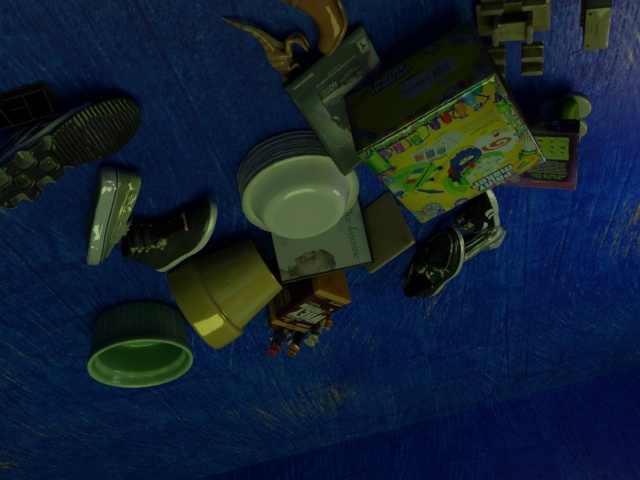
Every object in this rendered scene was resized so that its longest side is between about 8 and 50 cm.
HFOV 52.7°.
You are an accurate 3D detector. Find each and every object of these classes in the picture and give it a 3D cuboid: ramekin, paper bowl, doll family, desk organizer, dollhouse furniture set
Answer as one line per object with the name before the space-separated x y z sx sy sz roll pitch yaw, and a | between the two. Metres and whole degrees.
ramekin | -0.544 0.311 1.951 0.303 0.148 0.303 -9 144 -7
paper bowl | -0.048 -0.114 1.535 0.284 0.148 0.284 -9 143 -7
doll family | -0.047 0.277 2.009 0.118 0.163 0.263 41 124 -12
desk organizer | -0.581 -0.257 1.243 0.130 0.050 0.047 -16 145 3
dollhouse furniture set | 0.432 -0.459 1.266 0.242 0.161 0.212 1 148 19

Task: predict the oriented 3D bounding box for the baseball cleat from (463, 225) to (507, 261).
baseball cleat | 0.473 0.022 1.959 0.206 0.072 0.109 -33 147 31

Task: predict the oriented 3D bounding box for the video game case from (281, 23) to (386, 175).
video game case | 0.064 -0.285 1.355 0.196 0.026 0.274 -39 133 0

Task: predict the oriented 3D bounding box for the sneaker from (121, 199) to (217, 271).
sneaker | -0.382 -0.017 1.589 0.147 0.104 0.296 17 139 -43

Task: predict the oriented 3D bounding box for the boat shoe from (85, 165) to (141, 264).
boat shoe | -0.491 -0.046 1.517 0.094 0.109 0.302 4 138 -26

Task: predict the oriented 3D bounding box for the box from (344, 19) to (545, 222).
box | 0.250 -0.224 1.307 0.290 0.177 0.279 -28 137 22

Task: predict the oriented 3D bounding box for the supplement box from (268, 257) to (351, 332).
supplement box | -0.042 0.122 1.820 0.129 0.191 0.194 23 132 -40

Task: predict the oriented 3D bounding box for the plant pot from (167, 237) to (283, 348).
plant pot | -0.242 0.123 1.734 0.239 0.254 0.254 -34 143 0

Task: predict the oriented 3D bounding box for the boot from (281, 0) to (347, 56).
boot | -0.025 -0.433 1.171 0.152 0.073 0.197 0 132 -19

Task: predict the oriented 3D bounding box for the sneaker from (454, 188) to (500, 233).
sneaker | 0.426 -0.082 1.790 0.121 0.079 0.217 -22 145 9

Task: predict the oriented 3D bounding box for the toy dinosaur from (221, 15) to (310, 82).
toy dinosaur | -0.083 -0.367 1.246 0.112 0.064 0.211 -24 143 17

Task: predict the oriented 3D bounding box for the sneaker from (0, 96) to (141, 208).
sneaker | -0.524 -0.207 1.289 0.330 0.146 0.122 -33 137 -15

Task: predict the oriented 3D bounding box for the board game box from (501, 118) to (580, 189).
board game box | 0.420 -0.205 1.515 0.347 0.056 0.208 6 146 22

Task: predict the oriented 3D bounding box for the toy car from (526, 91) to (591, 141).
toy car | 0.562 -0.266 1.553 0.136 0.159 0.182 17 155 23

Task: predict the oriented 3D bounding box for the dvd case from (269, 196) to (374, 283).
dvd case | 0.000 0.000 1.694 0.253 0.180 0.022 -13 178 -1

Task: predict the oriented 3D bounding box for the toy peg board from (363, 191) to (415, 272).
toy peg board | 0.177 -0.019 1.741 0.161 0.160 0.079 -39 153 31

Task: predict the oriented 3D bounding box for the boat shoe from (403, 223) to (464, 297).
boat shoe | 0.324 0.075 1.934 0.113 0.127 0.340 -14 156 -19

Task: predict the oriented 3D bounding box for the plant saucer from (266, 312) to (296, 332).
plant saucer | -0.078 0.236 2.100 0.199 0.036 0.198 -9 145 -7
